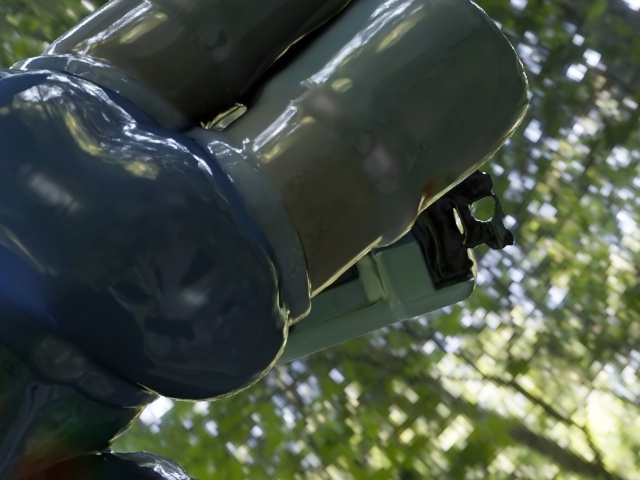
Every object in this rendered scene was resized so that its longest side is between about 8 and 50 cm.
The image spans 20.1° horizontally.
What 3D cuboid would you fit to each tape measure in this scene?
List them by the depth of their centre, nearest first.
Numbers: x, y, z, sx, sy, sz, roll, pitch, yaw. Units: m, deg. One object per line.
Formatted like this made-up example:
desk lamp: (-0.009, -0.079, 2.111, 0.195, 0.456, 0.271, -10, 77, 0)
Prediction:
tape measure: (0.000, 0.000, 1.117, 0.215, 0.351, 0.098, -20, -87, 4)

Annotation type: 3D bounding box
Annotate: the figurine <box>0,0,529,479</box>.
figurine: (-0.116, 0.051, 0.392, 0.205, 0.224, 0.382, 94, -159, -65)
